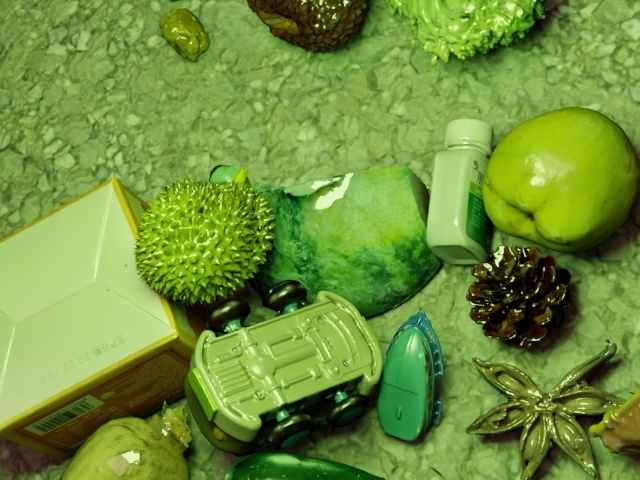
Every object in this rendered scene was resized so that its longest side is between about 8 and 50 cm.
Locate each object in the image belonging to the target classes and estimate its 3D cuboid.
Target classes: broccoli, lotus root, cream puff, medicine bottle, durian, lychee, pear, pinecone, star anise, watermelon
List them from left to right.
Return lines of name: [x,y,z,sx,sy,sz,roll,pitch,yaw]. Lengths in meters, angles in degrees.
lotus root: [-0.266,0.330,1.802,0.154,0.140,0.257,40,99,-14]
cream puff: [-0.208,-0.310,2.045,0.083,0.058,0.083,34,43,1]
durian: [-0.140,0.003,1.703,0.146,0.198,0.159,24,121,41]
lychee: [-0.008,-0.370,1.944,0.188,0.188,0.188,-6,70,16]
watermelon: [0.000,0.000,1.835,0.305,0.224,0.180,-11,24,17]
broccoli: [0.147,-0.386,1.795,0.353,0.397,0.275,30,109,-2]
medicine bottle: [0.190,-0.066,1.797,0.069,0.119,0.183,-4,69,29]
pinecone: [0.251,0.066,1.728,0.140,0.121,0.140,-19,49,24]
star anise: [0.285,0.222,1.701,0.208,0.063,0.172,-9,74,11]
pear: [0.310,-0.079,1.728,0.200,0.200,0.200,-6,70,16]

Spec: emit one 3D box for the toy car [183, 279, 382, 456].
toy car: [-0.059,0.190,1.757,0.248,0.198,0.204,-18,63,-27]

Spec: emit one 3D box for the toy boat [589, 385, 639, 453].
toy boat: [0.478,0.173,1.624,0.318,0.141,0.099,-31,23,-3]

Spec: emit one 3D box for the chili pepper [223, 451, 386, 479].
chili pepper: [0.000,0.383,1.645,0.256,0.248,0.233,6,61,10]

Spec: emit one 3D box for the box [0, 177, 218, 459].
box: [-0.315,0.114,1.850,0.283,0.214,0.260,-27,63,6]

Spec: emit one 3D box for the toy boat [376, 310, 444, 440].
toy boat: [0.126,0.163,1.758,0.091,0.110,0.175,16,119,23]
